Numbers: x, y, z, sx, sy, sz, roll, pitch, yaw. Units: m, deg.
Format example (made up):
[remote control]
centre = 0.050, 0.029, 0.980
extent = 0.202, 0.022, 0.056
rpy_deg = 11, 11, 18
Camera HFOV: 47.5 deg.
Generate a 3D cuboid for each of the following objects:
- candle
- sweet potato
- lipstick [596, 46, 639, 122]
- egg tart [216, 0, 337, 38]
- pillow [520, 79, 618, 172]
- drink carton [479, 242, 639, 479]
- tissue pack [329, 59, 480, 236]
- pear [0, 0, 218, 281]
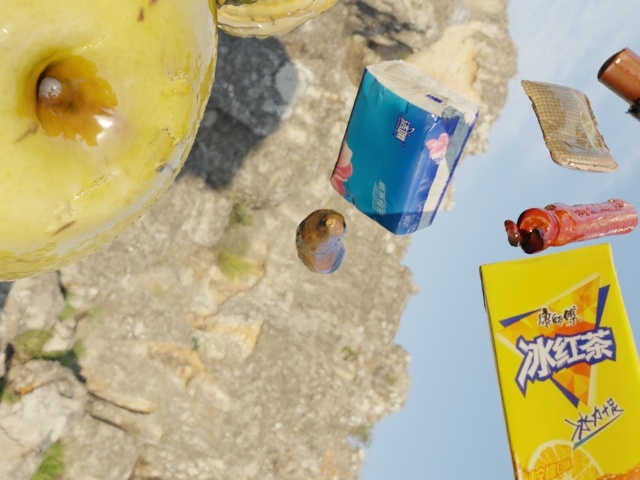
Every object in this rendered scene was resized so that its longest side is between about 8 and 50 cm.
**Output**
[candle]
centre = 0.305, -0.022, 0.850
extent = 0.048, 0.329, 0.051
rpy_deg = -13, -94, 40
[sweet potato]
centre = -0.001, 0.000, 1.328
extent = 0.292, 0.097, 0.097
rpy_deg = 86, 28, -76
[lipstick]
centre = 0.443, -0.113, 0.815
extent = 0.081, 0.299, 0.081
rpy_deg = -48, 173, -8
[egg tart]
centre = -0.066, -0.348, 0.697
extent = 0.291, 0.290, 0.107
rpy_deg = -62, 170, 15
[pillow]
centre = 0.424, -0.196, 1.238
extent = 0.034, 0.135, 0.211
rpy_deg = 119, -31, -48
[drink carton]
centre = 0.280, 0.187, 0.800
extent = 0.111, 0.154, 0.351
rpy_deg = 53, 30, -58
[tissue pack]
centre = 0.143, -0.166, 1.336
extent = 0.137, 0.209, 0.270
rpy_deg = -27, 147, -43
[pear]
centre = -0.236, -0.143, 0.504
extent = 0.348, 0.348, 0.348
rpy_deg = -62, -173, 14
